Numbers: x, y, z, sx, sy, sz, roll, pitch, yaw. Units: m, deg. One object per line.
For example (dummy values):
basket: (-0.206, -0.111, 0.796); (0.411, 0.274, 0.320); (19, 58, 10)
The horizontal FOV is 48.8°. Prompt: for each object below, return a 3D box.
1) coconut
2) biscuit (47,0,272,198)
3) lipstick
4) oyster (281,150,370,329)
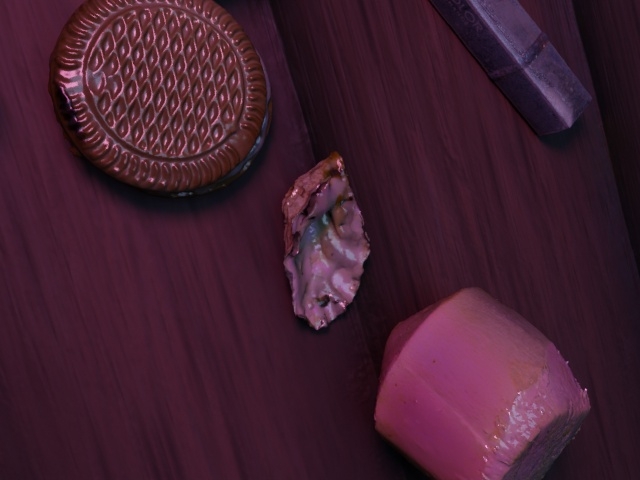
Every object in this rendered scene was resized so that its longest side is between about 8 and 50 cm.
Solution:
coconut: (0.183, 0.186, 0.878); (0.233, 0.245, 0.233); (-26, 135, -28)
biscuit: (-0.173, -0.169, 0.805); (0.259, 0.079, 0.258); (0, 89, -24)
lipstick: (0.265, -0.279, 1.001); (0.290, 0.077, 0.076); (44, 73, -16)
oyster: (-0.006, 0.007, 0.889); (0.133, 0.072, 0.208); (-27, 120, -28)
